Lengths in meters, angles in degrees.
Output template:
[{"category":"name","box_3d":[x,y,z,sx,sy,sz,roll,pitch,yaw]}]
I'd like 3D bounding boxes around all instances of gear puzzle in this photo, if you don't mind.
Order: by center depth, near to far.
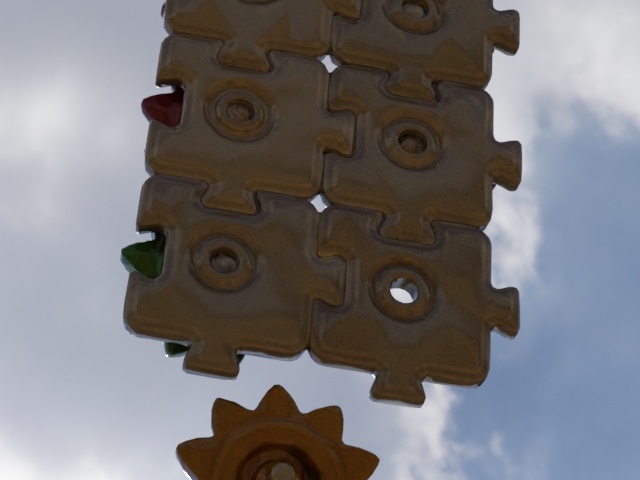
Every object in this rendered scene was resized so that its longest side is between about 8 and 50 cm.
[{"category":"gear puzzle","box_3d":[0.000,0.000,0.786,0.175,0.339,0.044,9,-33,-8]}]
